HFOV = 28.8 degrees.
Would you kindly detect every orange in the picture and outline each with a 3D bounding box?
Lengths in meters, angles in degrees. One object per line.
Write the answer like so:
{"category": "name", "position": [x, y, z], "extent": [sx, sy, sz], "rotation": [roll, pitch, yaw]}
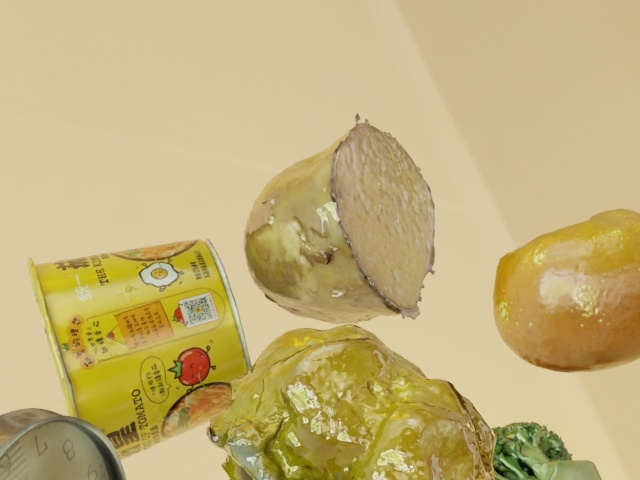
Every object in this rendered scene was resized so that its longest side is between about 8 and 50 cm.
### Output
{"category": "orange", "position": [0.327, 0.063, 1.476], "extent": [0.158, 0.237, 0.179], "rotation": [-134, 32, -77]}

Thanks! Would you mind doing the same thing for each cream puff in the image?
{"category": "cream puff", "position": [0.011, 0.213, 0.987], "extent": [0.185, 0.282, 0.282], "rotation": [-29, -97, -49]}

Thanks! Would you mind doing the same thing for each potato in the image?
{"category": "potato", "position": [0.000, 0.000, 1.715], "extent": [0.288, 0.237, 0.301], "rotation": [58, -148, -26]}

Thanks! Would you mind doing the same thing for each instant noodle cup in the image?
{"category": "instant noodle cup", "position": [-0.248, 0.147, 1.749], "extent": [0.254, 0.325, 0.325], "rotation": [-15, -116, -13]}

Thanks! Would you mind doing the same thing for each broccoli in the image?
{"category": "broccoli", "position": [0.275, 0.362, 1.660], "extent": [0.270, 0.270, 0.270], "rotation": [9, -116, -19]}

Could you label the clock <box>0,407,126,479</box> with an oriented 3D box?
{"category": "clock", "position": [-0.260, 0.265, 1.123], "extent": [0.226, 0.049, 0.226], "rotation": [-5, -85, -57]}
